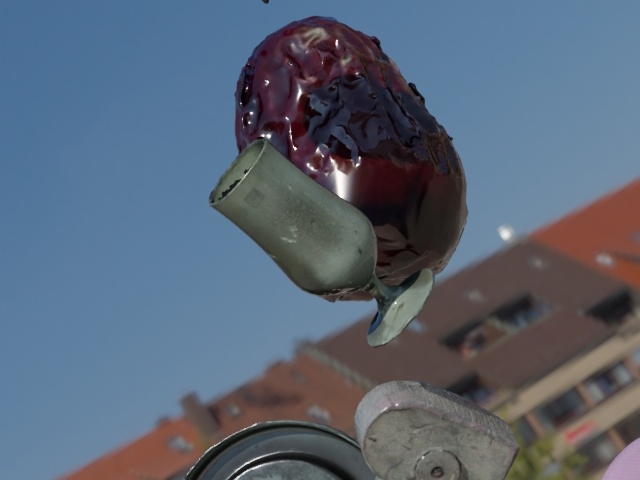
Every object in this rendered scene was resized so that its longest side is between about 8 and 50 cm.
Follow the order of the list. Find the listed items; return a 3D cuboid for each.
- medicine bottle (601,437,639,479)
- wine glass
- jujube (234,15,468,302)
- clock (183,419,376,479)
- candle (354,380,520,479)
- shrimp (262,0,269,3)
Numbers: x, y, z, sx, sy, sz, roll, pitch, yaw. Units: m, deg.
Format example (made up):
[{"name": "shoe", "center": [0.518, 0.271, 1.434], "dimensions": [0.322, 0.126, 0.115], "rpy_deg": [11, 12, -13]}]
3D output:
[{"name": "medicine bottle", "center": [0.406, 0.267, 1.522], "dimensions": [0.202, 0.202, 0.316], "rpy_deg": [-28, 8, -22]}, {"name": "wine glass", "center": [0.000, 0.000, 1.733], "dimensions": [0.103, 0.231, 0.103], "rpy_deg": [-44, 17, 17]}, {"name": "jujube", "center": [0.031, -0.094, 2.093], "dimensions": [0.258, 0.377, 0.258], "rpy_deg": [-16, -37, -12]}, {"name": "clock", "center": [-0.035, 0.374, 2.090], "dimensions": [0.312, 0.313, 0.061], "rpy_deg": [-35, -13, 5]}, {"name": "candle", "center": [0.128, 0.235, 1.840], "dimensions": [0.168, 0.192, 0.068], "rpy_deg": [-18, 23, 2]}, {"name": "shrimp", "center": [-0.050, -0.304, 1.742], "dimensions": [0.343, 0.116, 0.145], "rpy_deg": [-4, 12, 28]}]
